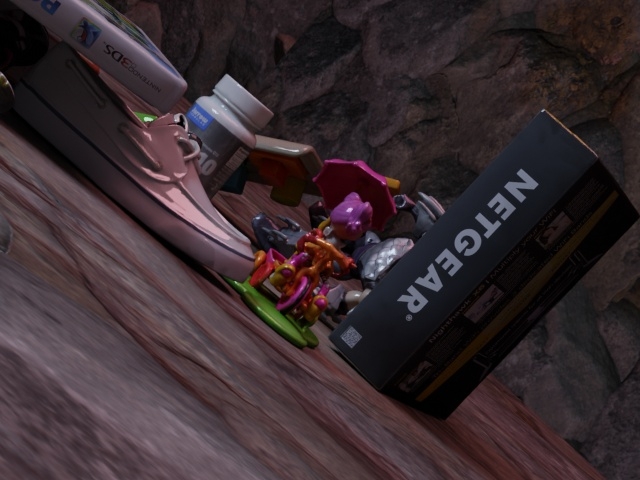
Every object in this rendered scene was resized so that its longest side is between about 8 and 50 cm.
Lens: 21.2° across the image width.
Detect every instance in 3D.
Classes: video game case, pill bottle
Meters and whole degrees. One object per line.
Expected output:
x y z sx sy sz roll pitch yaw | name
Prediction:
-0.259 -0.234 1.455 0.300 0.036 0.329 37 4 -19 | video game case
-0.115 -0.098 1.750 0.078 0.137 0.078 40 3 -2 | pill bottle

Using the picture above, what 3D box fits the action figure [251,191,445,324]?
0.041 0.018 1.871 0.285 0.185 0.099 17 -49 58 | action figure

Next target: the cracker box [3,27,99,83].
-0.327 -0.237 1.680 0.232 0.067 0.155 40 13 -22 | cracker box

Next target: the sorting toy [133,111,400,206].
-0.077 -0.083 2.005 0.348 0.047 0.196 12 -11 17 | sorting toy

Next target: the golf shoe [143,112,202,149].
-0.148 -0.079 1.582 0.067 0.086 0.186 37 2 -24 | golf shoe

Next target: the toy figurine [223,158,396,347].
0.000 0.000 1.521 0.130 0.159 0.173 39 4 -14 | toy figurine

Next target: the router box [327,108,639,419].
0.173 0.034 1.731 0.081 0.309 0.243 45 4 23 | router box

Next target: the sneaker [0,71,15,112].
-0.270 -0.131 1.318 0.083 0.031 0.035 39 2 -14 | sneaker

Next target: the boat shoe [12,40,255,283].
-0.145 -0.069 1.442 0.258 0.084 0.095 40 3 0 | boat shoe

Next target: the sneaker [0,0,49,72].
-0.294 -0.177 1.530 0.077 0.072 0.178 53 15 18 | sneaker
